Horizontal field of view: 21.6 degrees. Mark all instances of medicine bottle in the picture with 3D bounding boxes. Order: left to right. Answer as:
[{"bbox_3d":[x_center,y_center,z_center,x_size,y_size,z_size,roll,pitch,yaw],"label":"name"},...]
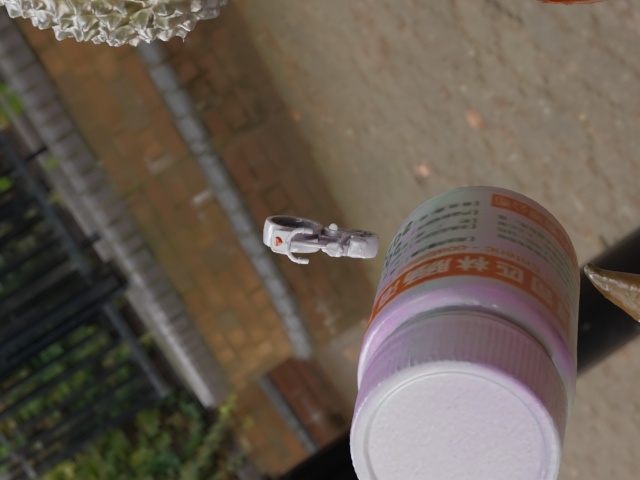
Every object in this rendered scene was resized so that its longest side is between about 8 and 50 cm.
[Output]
[{"bbox_3d":[0.149,0.113,1.682,0.219,0.219,0.388,59,-159,-17],"label":"medicine bottle"}]

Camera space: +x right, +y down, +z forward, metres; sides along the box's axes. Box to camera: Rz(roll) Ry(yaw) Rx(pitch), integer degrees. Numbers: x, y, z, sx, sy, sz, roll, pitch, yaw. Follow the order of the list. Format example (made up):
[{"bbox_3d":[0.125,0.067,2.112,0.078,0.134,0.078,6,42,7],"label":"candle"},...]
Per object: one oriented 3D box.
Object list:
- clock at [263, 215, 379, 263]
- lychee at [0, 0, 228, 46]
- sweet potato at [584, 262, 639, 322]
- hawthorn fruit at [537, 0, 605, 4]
[{"bbox_3d":[0.000,0.000,1.856,0.087,0.129,0.041,-75,-6,-77],"label":"clock"},{"bbox_3d":[-0.249,-0.404,1.814,0.432,0.380,0.380,49,170,21],"label":"lychee"},{"bbox_3d":[0.331,0.119,1.422,0.059,0.067,0.281,-6,-120,-53],"label":"sweet potato"},{"bbox_3d":[0.247,-0.396,1.332,0.403,0.403,0.403,55,172,12],"label":"hawthorn fruit"}]
